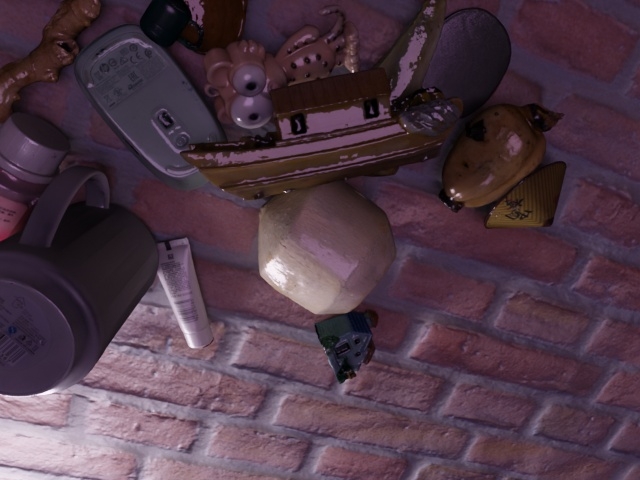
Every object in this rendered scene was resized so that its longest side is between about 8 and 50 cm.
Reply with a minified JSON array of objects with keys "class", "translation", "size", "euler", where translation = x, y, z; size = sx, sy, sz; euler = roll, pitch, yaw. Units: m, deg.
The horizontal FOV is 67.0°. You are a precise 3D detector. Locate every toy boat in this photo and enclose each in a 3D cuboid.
[{"class":"toy boat","translation":[0.002,-0.174,0.778],"size":[0.445,0.136,0.162],"euler":[-13,114,1]}]

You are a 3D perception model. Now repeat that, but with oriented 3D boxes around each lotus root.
[{"class":"lotus root","translation":[0.326,-0.166,0.919],"size":[0.154,0.140,0.257],"euler":[28,119,-31]}]

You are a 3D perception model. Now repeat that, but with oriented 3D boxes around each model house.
[{"class":"model house","translation":[0.077,0.225,1.083],"size":[0.148,0.119,0.148],"euler":[-26,115,-4]}]

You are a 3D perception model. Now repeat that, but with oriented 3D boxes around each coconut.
[{"class":"coconut","translation":[0.000,0.000,0.902],"size":[0.247,0.245,0.245],"euler":[39,105,-1]}]

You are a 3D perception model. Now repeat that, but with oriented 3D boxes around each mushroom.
[{"class":"mushroom","translation":[0.130,-0.274,0.872],"size":[0.107,0.087,0.333],"euler":[16,109,3]}]

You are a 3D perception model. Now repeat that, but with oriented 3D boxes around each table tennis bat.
[{"class":"table tennis bat","translation":[0.235,-0.285,0.916],"size":[0.173,0.022,0.301],"euler":[31,107,-17]}]

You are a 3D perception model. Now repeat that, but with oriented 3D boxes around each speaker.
[{"class":"speaker","translation":[-0.235,-0.350,0.782],"size":[0.075,0.060,0.094],"euler":[-40,143,27]}]

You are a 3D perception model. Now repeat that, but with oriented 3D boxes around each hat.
[{"class":"hat","translation":[0.425,-0.059,0.952],"size":[0.193,0.082,0.193],"euler":[-25,155,-13]}]

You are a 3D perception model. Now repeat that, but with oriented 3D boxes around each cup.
[{"class":"cup","translation":[-0.429,0.046,0.808],"size":[0.236,0.327,0.323],"euler":[11,108,-4]}]

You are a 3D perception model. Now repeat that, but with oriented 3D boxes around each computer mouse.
[{"class":"computer mouse","translation":[-0.282,-0.222,0.842],"size":[0.159,0.097,0.288],"euler":[-39,104,-5]}]

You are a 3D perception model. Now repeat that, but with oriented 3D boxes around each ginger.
[{"class":"ginger","translation":[-0.459,-0.295,0.803],"size":[0.288,0.075,0.089],"euler":[-44,84,12]}]

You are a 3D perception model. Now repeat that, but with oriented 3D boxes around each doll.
[{"class":"doll","translation":[-0.064,-0.294,0.821],"size":[0.278,0.119,0.154],"euler":[-24,149,2]}]

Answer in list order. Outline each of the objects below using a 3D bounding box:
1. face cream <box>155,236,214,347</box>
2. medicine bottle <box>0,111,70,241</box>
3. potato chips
[{"class":"face cream","translation":[-0.288,0.114,1.018],"size":[0.092,0.058,0.244],"euler":[-11,109,5]},{"class":"medicine bottle","translation":[-0.548,-0.095,0.842],"size":[0.147,0.147,0.247],"euler":[37,104,-20]},{"class":"potato chips","translation":[-0.190,-0.412,0.790],"size":[0.150,0.049,0.202],"euler":[-1,115,15]}]
